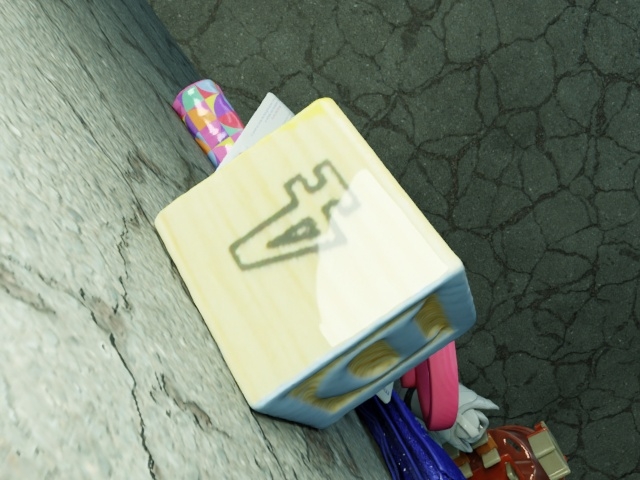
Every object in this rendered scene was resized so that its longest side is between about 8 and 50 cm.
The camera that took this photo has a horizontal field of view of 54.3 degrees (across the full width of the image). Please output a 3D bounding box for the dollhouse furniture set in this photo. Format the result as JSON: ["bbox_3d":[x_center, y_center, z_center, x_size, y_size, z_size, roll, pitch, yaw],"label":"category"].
[{"bbox_3d":[0.453,0.551,1.496,0.262,0.259,0.135,56,12,-5],"label":"dollhouse furniture set"}]

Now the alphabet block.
[{"bbox_3d":[0.004,0.030,0.570,0.197,0.193,0.192,56,1,27],"label":"alphabet block"}]

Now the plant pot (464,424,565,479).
[{"bbox_3d":[0.505,0.630,1.705,0.272,0.272,0.265,57,11,34],"label":"plant pot"}]

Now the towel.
[{"bbox_3d":[0.167,0.340,0.931,0.308,0.076,0.227,53,4,-42],"label":"towel"}]

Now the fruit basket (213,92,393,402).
[{"bbox_3d":[0.000,0.000,0.857,0.353,0.165,0.327,39,38,-17],"label":"fruit basket"}]

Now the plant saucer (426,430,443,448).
[{"bbox_3d":[0.264,0.486,1.294,0.195,0.037,0.195,56,2,-4],"label":"plant saucer"}]

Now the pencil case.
[{"bbox_3d":[-0.180,-0.193,1.194,0.236,0.104,0.104,54,2,-5],"label":"pencil case"}]

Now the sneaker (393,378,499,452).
[{"bbox_3d":[0.283,0.373,1.426,0.210,0.137,0.366,33,-1,21],"label":"sneaker"}]

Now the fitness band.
[{"bbox_3d":[0.175,0.169,1.047,0.209,0.054,0.290,118,-34,-76],"label":"fitness band"}]
